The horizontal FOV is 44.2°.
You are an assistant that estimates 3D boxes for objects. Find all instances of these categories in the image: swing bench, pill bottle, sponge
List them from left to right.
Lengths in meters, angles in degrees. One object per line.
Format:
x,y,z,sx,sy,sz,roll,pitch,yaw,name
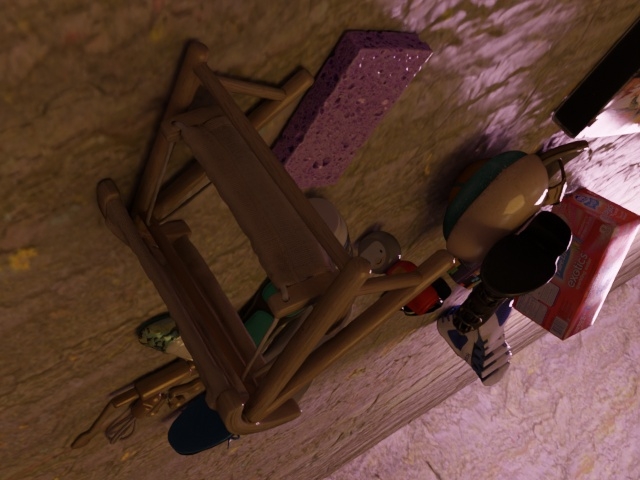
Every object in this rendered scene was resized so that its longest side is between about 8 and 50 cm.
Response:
-0.067,0.009,0.718,0.254,0.253,0.165,-48,155,27,swing bench
0.000,0.000,1.038,0.078,0.078,0.137,-33,159,-5,pill bottle
0.022,-0.135,0.853,0.117,0.031,0.210,-12,149,-46,sponge

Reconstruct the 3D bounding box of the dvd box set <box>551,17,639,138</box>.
0.601,-0.303,1.323,0.420,0.062,0.307,-11,148,-46,dvd box set

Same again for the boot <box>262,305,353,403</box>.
-0.042,0.188,1.264,0.258,0.095,0.123,-49,178,-17,boot

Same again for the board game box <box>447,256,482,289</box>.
0.353,0.030,1.667,0.170,0.048,0.141,-40,159,12,board game box

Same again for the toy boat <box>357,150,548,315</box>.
0.214,-0.029,1.244,0.318,0.148,0.267,-39,165,-13,toy boat

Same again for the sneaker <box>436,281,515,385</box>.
0.365,0.193,1.928,0.127,0.182,0.315,-25,127,-29,sneaker

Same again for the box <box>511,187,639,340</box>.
0.572,0.052,1.775,0.142,0.154,0.300,-14,129,-43,box

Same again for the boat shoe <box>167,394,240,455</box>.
-0.148,0.304,1.416,0.258,0.109,0.089,-29,161,-10,boat shoe

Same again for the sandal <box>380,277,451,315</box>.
0.203,0.128,1.637,0.097,0.054,0.254,-45,157,23,sandal

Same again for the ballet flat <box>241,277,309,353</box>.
-0.065,0.095,1.179,0.213,0.072,0.068,-47,-177,28,ballet flat

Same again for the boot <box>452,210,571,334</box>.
0.280,0.079,1.247,0.263,0.091,0.229,-29,160,-46,boot

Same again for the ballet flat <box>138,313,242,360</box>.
-0.166,0.134,1.090,0.070,0.070,0.188,-47,156,28,ballet flat

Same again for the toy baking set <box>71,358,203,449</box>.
-0.266,0.258,1.243,0.256,0.030,0.197,-23,156,-28,toy baking set

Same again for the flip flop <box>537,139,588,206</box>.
0.397,-0.083,1.453,0.112,0.080,0.277,-11,148,-47,flip flop
